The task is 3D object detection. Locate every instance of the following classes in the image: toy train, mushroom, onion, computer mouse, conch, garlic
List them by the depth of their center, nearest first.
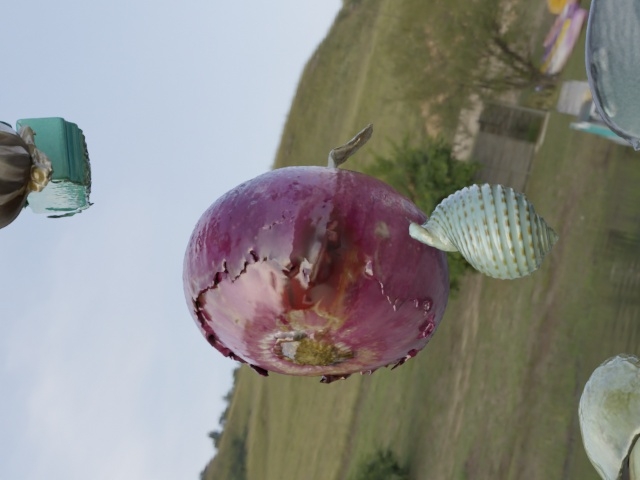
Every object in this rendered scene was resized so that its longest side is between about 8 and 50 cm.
[{"bbox_3d":[-0.415,-0.074,0.955,0.127,0.131,0.194,-35,-13,30],"label":"garlic"},{"bbox_3d":[0.192,-0.015,0.959,0.102,0.153,0.135,-63,-21,2],"label":"conch"},{"bbox_3d":[0.425,-0.290,0.996,0.114,0.203,0.373,-30,-48,-37],"label":"computer mouse"},{"bbox_3d":[0.444,0.260,1.136,0.189,0.267,0.164,-61,35,14],"label":"mushroom"},{"bbox_3d":[-0.401,-0.097,1.157,0.203,0.163,0.112,145,118,-73],"label":"toy train"},{"bbox_3d":[-0.012,0.036,1.157,0.345,0.359,0.358,-112,21,-48],"label":"onion"}]
